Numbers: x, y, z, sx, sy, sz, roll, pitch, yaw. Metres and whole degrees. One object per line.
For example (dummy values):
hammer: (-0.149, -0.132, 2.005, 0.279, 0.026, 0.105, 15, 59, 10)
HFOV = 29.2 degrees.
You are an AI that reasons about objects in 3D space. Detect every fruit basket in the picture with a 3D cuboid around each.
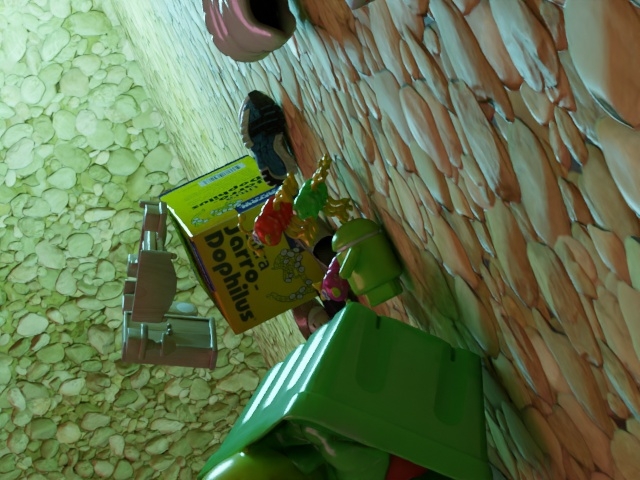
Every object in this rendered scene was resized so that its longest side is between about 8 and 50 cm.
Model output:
fruit basket: (-0.008, 0.289, 1.369, 0.283, 0.392, 0.392, 24, 179, -12)

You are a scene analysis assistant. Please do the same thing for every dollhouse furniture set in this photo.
dollhouse furniture set: (-0.251, 0.042, 2.209, 0.303, 0.174, 0.355, -106, 25, -59)

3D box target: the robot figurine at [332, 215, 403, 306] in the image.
robot figurine: (0.058, 0.023, 1.529, 0.115, 0.067, 0.101, 63, -158, 4)

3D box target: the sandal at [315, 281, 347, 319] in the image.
sandal: (0.072, 0.278, 2.020, 0.445, 0.107, 0.167, 67, 171, -19)

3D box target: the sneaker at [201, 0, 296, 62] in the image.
sneaker: (-0.102, -0.349, 1.397, 0.129, 0.111, 0.297, 7, 128, 61)

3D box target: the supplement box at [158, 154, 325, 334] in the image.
supplement box: (-0.137, -0.003, 2.167, 0.194, 0.195, 0.356, 67, 170, -18)

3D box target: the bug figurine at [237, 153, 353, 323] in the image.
bug figurine: (-0.005, 0.027, 1.575, 0.279, 0.072, 0.216, 66, -152, -23)

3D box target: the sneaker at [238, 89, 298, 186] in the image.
sneaker: (-0.090, -0.167, 1.866, 0.190, 0.071, 0.083, 76, 171, -52)

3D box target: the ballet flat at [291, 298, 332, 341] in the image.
ballet flat: (0.008, 0.179, 2.311, 0.067, 0.073, 0.206, 1, 123, 49)

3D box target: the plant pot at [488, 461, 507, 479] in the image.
plant pot: (0.145, 0.491, 1.560, 0.334, 0.305, 0.334, 62, 171, 18)

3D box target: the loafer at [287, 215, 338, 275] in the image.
loafer: (0.000, 0.000, 1.857, 0.148, 0.056, 0.050, 50, 166, 19)

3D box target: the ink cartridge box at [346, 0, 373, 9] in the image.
ink cartridge box: (0.016, -0.286, 0.997, 0.145, 0.045, 0.179, 62, 173, 10)
